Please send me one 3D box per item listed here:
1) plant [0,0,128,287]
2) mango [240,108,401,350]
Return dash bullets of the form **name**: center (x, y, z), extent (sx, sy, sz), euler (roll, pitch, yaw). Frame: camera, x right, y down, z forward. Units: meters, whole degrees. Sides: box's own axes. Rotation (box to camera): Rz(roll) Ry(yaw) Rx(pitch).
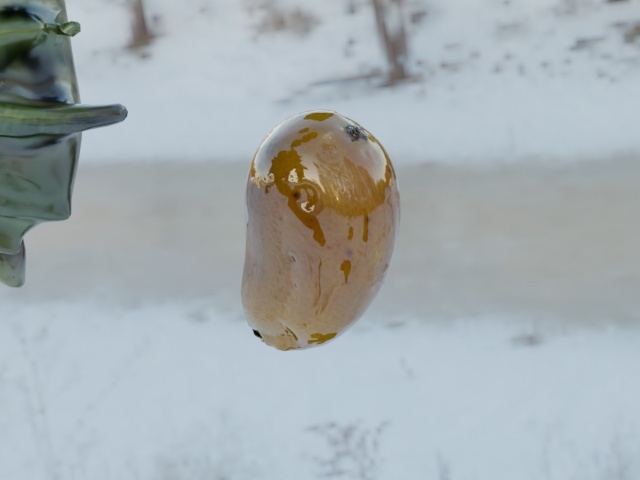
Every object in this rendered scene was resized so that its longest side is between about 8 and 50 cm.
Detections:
- **plant**: center (-0.265, -0.060, 0.982), extent (0.333, 0.180, 0.251), euler (-11, -24, -43)
- **mango**: center (0.003, -0.002, 1.184), extent (0.084, 0.159, 0.105), euler (-28, 48, -37)
